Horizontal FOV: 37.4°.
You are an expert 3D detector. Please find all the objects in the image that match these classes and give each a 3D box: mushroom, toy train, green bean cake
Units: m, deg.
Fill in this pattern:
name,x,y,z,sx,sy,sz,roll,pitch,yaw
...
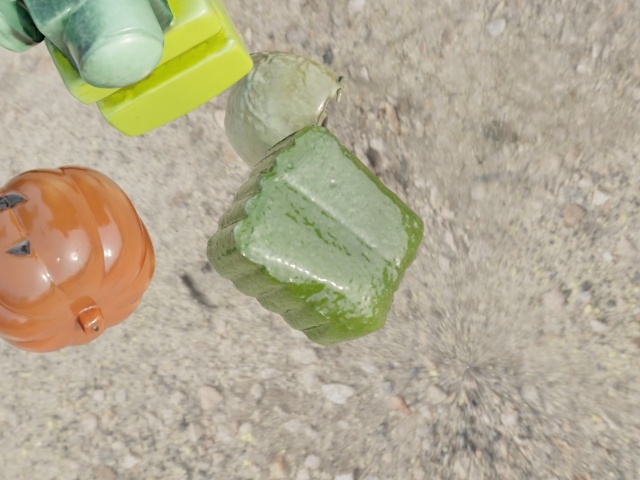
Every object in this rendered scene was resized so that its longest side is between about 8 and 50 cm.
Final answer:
name,x,y,z,sx,sy,sz,roll,pitch,yaw
mushroom,-0.065,-0.185,1.448,0.164,0.267,0.189,19,94,0
toy train,-0.210,-0.291,0.772,0.179,0.272,0.442,-29,74,6
green bean cake,0.000,0.000,1.238,0.248,0.125,0.222,39,62,-15

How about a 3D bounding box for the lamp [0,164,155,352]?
name,x,y,z,sx,sy,sz,roll,pitch,yaw
lamp,-0.253,0.025,0.923,0.188,0.187,0.164,-36,64,3
